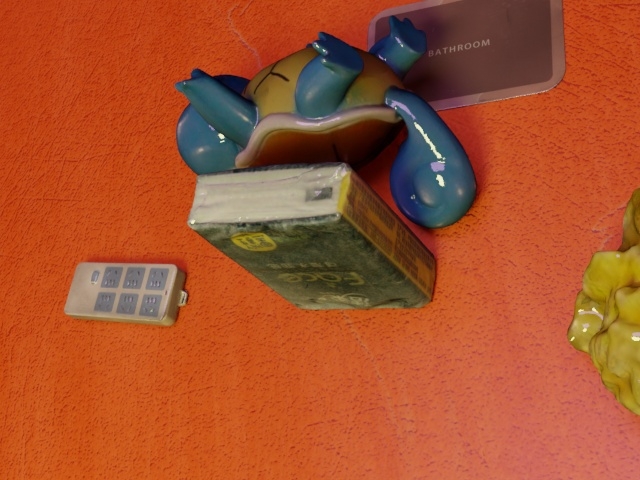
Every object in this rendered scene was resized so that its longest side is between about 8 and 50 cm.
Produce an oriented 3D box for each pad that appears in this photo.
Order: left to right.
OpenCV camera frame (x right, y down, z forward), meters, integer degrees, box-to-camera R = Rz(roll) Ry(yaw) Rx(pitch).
[{"bbox_3d":[0.181,-0.249,1.216,0.266,0.002,0.176,-7,66,24],"label":"pad"}]

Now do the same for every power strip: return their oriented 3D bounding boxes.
[{"bbox_3d":[-0.268,0.072,1.289,0.192,0.035,0.081,1,70,27],"label":"power strip"}]

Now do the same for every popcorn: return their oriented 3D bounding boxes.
[{"bbox_3d":[0.350,0.060,0.884,0.251,0.205,0.237,5,87,47],"label":"popcorn"}]

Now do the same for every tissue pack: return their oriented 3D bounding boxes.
[{"bbox_3d":[0.000,0.000,1.048,0.185,0.257,0.081,-2,66,28],"label":"tissue pack"}]

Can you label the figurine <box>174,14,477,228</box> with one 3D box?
[{"bbox_3d":[0.004,-0.165,1.161,0.416,0.243,0.298,13,33,28],"label":"figurine"}]
